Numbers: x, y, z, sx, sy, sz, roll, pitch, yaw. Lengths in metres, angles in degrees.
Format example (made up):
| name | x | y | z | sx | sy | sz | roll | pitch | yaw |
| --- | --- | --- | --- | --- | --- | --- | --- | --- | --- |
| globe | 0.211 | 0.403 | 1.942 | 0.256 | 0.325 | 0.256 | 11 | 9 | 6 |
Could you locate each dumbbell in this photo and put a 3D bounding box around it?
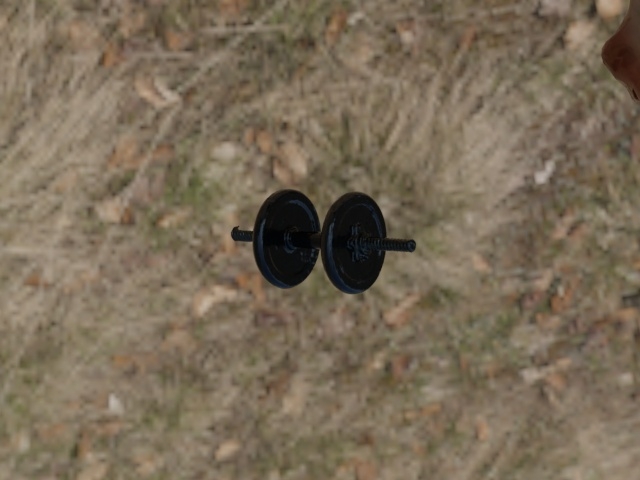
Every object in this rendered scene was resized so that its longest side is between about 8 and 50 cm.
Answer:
| name | x | y | z | sx | sy | sz | roll | pitch | yaw |
| --- | --- | --- | --- | --- | --- | --- | --- | --- | --- |
| dumbbell | 0.000 | 0.000 | 1.034 | 0.147 | 0.069 | 0.069 | 3 | 157 | 37 |

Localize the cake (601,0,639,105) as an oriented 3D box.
| name | x | y | z | sx | sy | sz | roll | pitch | yaw |
| --- | --- | --- | --- | --- | --- | --- | --- | --- | --- |
| cake | 0.285 | -0.078 | 0.453 | 0.270 | 0.269 | 0.319 | -8 | 143 | -29 |
